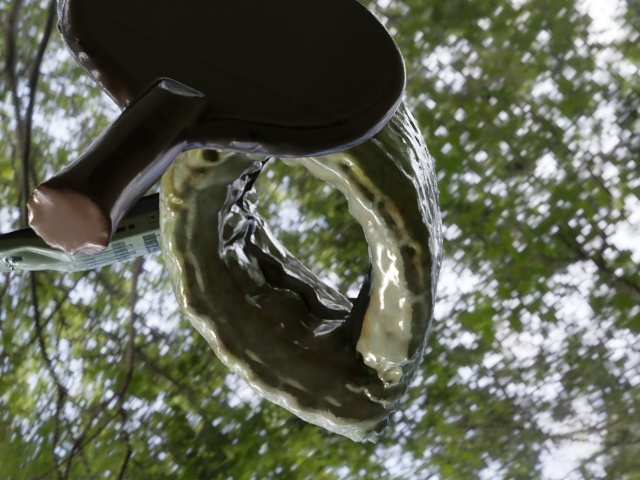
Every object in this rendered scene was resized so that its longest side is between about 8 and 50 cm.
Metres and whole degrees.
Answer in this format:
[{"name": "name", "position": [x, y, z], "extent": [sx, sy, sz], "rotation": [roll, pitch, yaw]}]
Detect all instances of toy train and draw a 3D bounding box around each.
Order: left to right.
[{"name": "toy train", "position": [-0.267, 0.004, 1.473], "extent": [0.234, 0.052, 0.051], "rotation": [-15, -120, -4]}]

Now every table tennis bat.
[{"name": "table tennis bat", "position": [-0.021, -0.085, 0.375], "extent": [0.108, 0.119, 0.170], "rotation": [24, -143, 6]}]

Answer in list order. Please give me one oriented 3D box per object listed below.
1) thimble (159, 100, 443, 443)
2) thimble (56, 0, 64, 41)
[{"name": "thimble", "position": [0.000, 0.000, 0.729], "extent": [0.143, 0.137, 0.190], "rotation": [-74, -40, -71]}, {"name": "thimble", "position": [-0.229, -0.283, 1.580], "extent": [0.118, 0.127, 0.151], "rotation": [7, -85, -49]}]
